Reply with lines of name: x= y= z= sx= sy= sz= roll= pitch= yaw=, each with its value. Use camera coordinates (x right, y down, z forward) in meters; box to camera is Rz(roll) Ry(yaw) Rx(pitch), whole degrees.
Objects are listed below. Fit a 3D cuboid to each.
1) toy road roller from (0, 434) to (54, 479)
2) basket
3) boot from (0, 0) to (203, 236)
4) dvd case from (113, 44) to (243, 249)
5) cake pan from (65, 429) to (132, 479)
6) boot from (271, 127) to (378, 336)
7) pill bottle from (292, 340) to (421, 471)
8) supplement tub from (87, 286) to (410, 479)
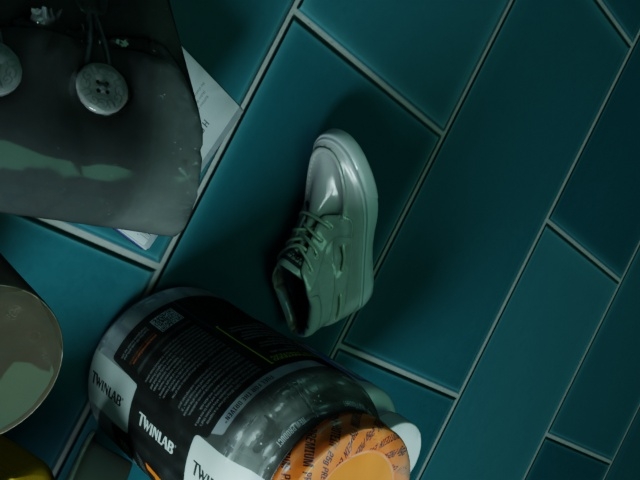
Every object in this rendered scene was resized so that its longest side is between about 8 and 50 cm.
toy road roller: x=-0.373 y=0.316 z=0.798 sx=0.240 sy=0.202 sz=0.329 roll=-21 pitch=119 yaw=-47
basket: x=-0.319 y=0.060 z=0.714 sx=0.154 sy=0.227 sz=0.204 roll=-28 pitch=125 yaw=-31
boot: x=-0.285 y=-0.039 z=0.558 sx=0.445 sy=0.146 sz=0.367 roll=5 pitch=78 yaw=-45
dvd case: x=-0.193 y=-0.122 z=0.800 sx=0.179 sy=0.029 sz=0.239 roll=-56 pitch=137 yaw=-10
cake pan: x=-0.256 y=0.339 z=0.861 sx=0.054 sy=0.293 sz=0.293 roll=19 pitch=95 yaw=-7
boot: x=0.000 y=0.000 z=1.067 sx=0.123 sy=0.095 sz=0.258 roll=-31 pitch=127 yaw=-38
pill bottle: x=0.015 y=0.221 z=1.084 sx=0.124 sy=0.221 sz=0.124 roll=-17 pitch=118 yaw=-36
supplement tub: x=-0.081 y=0.194 z=0.905 sx=0.207 sy=0.338 sz=0.207 roll=-17 pitch=117 yaw=-36
